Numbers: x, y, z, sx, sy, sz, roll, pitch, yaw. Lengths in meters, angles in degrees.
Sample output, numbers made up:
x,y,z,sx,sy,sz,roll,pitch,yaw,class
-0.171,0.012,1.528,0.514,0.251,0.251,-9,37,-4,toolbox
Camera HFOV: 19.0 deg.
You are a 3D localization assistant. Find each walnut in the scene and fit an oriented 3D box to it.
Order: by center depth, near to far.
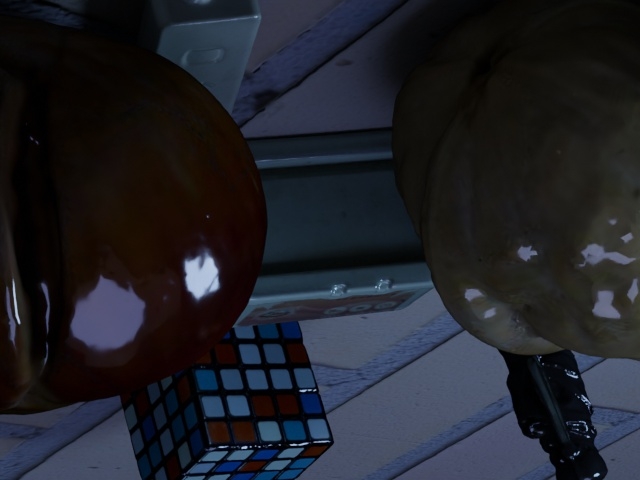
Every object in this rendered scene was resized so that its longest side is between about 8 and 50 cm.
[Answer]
x,y,z,sx,sy,sz,roll,pitch,yaw,class
0.242,-0.056,1.847,0.381,0.381,0.381,-13,154,-7,walnut

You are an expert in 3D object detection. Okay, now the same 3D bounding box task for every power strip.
x,y,z,sx,sy,sz,roll,pitch,yaw,class
-0.128,-0.150,1.779,0.098,0.058,0.338,-7,152,-17,power strip

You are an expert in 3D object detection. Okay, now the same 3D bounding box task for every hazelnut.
x,y,z,sx,sy,sz,roll,pitch,yaw,class
-0.249,-0.015,1.639,0.359,0.359,0.409,4,163,-35,hazelnut

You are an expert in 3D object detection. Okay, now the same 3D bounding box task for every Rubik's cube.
x,y,z,sx,sy,sz,roll,pitch,yaw,class
-0.120,0.211,2.359,0.184,0.187,0.182,-1,150,-33,Rubik's cube

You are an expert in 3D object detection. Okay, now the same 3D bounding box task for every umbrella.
x,y,z,sx,sy,sz,roll,pitch,yaw,class
0.247,0.112,2.183,0.113,0.357,0.106,-16,164,-8,umbrella

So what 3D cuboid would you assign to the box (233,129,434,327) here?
x,y,z,sx,sy,sz,roll,pitch,yaw,class
0.000,0.000,2.046,0.312,0.175,0.182,-5,161,-21,box
